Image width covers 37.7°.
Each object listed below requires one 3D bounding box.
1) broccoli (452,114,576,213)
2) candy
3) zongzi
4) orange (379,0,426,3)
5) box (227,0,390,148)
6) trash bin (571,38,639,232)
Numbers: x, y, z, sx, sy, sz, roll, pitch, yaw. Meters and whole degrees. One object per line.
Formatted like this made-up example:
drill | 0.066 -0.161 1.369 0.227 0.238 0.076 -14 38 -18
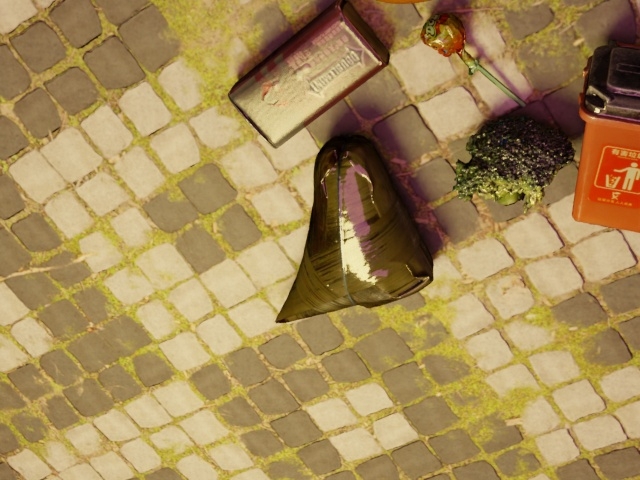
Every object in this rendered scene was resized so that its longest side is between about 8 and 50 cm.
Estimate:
broccoli | 0.285 -0.104 1.391 0.155 0.167 0.160 28 159 31
candy | 0.227 -0.254 1.353 0.201 0.060 0.060 37 121 -20
zongzi | 0.000 0.000 1.495 0.300 0.138 0.286 -20 112 23
orange | 0.106 -0.401 1.219 0.193 0.161 0.193 2 116 4
box | -0.018 -0.245 1.389 0.224 0.069 0.120 -33 110 25
trash bin | 0.432 -0.145 1.312 0.161 0.184 0.238 11 136 12
